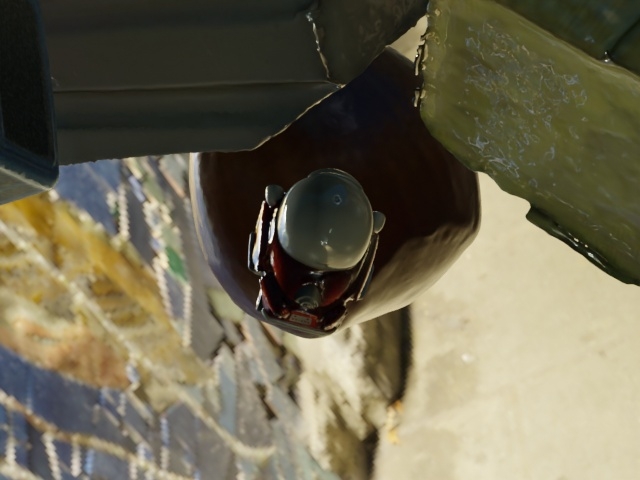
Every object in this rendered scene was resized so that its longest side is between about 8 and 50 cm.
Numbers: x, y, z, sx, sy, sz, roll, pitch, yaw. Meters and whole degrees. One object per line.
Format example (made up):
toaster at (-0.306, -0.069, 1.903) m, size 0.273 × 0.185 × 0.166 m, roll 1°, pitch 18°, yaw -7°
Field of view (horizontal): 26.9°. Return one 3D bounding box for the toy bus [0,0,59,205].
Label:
toy bus at (-0.239, -0.049, 0.568) m, size 0.234 × 0.133 × 0.116 m, roll -16°, pitch 73°, yaw 19°

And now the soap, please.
soap at (-0.121, -0.273, 1.269) m, size 0.435 × 0.350 × 0.213 m, roll 1°, pitch 30°, yaw 39°

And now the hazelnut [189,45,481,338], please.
hazelnut at (0.006, -0.064, 1.577) m, size 0.365 × 0.366 × 0.366 m, roll -26°, pitch 30°, yaw 16°

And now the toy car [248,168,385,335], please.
toy car at (0.000, 0.000, 1.129) m, size 0.112 × 0.112 × 0.139 m, roll 114°, pitch 168°, yaw -56°

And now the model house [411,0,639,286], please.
model house at (0.252, -0.138, 0.897) m, size 0.321 × 0.261 × 0.266 m, roll 33°, pitch 74°, yaw 12°
